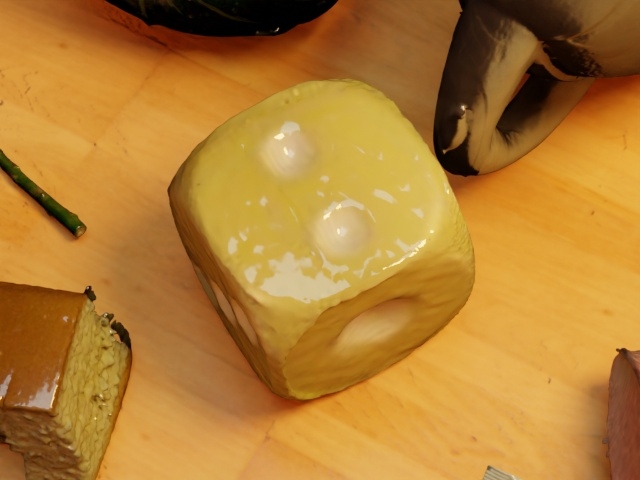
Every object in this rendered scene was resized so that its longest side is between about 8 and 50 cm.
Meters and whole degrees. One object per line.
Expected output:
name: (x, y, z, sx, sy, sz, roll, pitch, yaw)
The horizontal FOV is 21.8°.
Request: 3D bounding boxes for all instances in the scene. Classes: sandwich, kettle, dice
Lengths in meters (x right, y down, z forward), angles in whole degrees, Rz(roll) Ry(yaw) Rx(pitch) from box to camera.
sandwich: (-0.267, 0.089, 1.190, 0.236, 0.122, 0.128, 7, 59, 9)
kettle: (0.179, -0.186, 1.188, 0.228, 0.321, 0.324, 35, 24, 16)
dice: (0.000, 0.000, 1.193, 0.169, 0.166, 0.169, -28, 64, -12)

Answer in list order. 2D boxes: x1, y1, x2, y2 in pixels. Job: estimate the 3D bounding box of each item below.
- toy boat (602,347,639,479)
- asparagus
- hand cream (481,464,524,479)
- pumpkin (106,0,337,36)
toy boat: (0.339, 0.154, 1.142, 0.282, 0.096, 0.206, 10, 35, -5)
asparagus: (-0.241, -0.055, 1.320, 0.016, 0.016, 0.163, -36, 64, -26)
hand cream: (0.252, 0.250, 1.106, 0.331, 0.085, 0.058, 20, 21, 11)
pumpkin: (-0.083, -0.307, 1.301, 0.296, 0.296, 0.295, -1, 62, 2)
